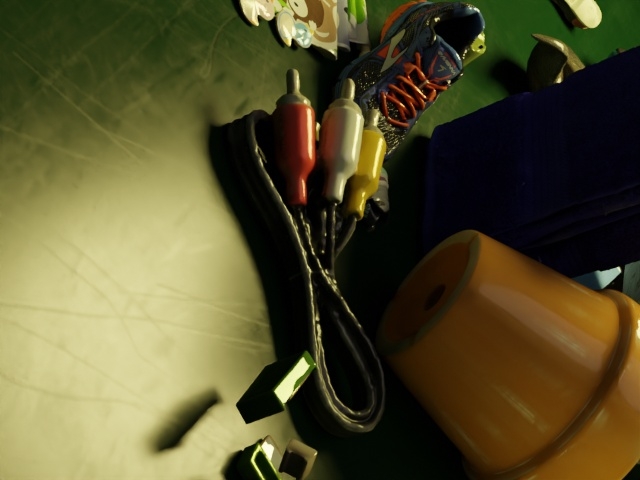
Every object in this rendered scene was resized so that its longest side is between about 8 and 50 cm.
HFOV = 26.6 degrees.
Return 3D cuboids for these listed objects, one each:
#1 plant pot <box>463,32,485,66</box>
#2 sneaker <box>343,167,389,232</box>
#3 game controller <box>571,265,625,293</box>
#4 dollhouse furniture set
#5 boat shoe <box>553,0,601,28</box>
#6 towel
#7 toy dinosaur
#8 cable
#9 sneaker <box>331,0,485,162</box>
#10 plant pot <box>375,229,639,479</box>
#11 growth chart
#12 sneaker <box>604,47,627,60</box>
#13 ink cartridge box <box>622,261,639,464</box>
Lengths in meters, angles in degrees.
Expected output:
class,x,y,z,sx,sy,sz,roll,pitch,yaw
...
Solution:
class,x,y,z,sx,sy,sz,roll,pitch,yaw
plant pot,0.121,-0.196,1.367,0.083,0.079,0.083,37,40,-39
sneaker,0.032,-0.039,1.149,0.098,0.038,0.069,23,49,-50
game controller,0.266,0.017,1.463,0.319,0.067,0.166,-24,90,-61
dollhouse furniture set,-0.001,0.157,0.915,0.151,0.076,0.058,60,30,-9
boat shoe,0.337,-0.349,1.872,0.137,0.049,0.043,50,-9,-23
towel,0.232,-0.072,1.224,0.076,0.308,0.227,43,37,-42
toy dinosaur,0.299,-0.169,1.637,0.313,0.121,0.160,28,35,-42
cable,0.000,0.000,1.033,0.139,0.072,0.287,19,54,-38
sneaker,0.082,-0.153,1.235,0.083,0.087,0.221,50,49,-28
plant pot,0.155,0.097,1.116,0.188,0.205,0.205,38,37,-15
growth chart,-0.024,-0.243,1.226,0.237,0.021,0.172,21,53,-51
sneaker,0.427,-0.118,1.812,0.140,0.125,0.340,24,46,-14
ink cartridge box,0.344,0.046,1.298,0.296,0.066,0.261,98,8,-63
